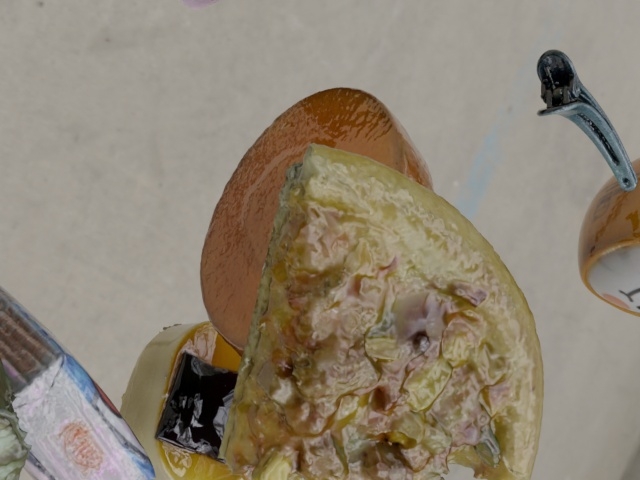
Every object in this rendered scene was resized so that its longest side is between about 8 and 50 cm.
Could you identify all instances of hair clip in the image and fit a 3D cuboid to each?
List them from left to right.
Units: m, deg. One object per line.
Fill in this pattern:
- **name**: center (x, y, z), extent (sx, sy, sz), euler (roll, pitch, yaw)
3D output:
- **hair clip**: center (0.281, -0.113, 1.284), extent (0.229, 0.039, 0.070), euler (32, 55, -49)

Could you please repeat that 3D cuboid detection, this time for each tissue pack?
- **tissue pack**: center (-0.177, 0.089, 0.756), extent (0.065, 0.155, 0.116), euler (-42, 130, -17)

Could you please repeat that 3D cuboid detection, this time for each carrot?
- **carrot**: center (0.000, 0.000, 1.156), extent (0.100, 0.307, 0.258), euler (34, 116, -31)

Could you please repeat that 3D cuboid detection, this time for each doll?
- **doll**: center (0.428, 0.009, 1.481), extent (0.236, 0.213, 0.213), euler (35, 77, -19)

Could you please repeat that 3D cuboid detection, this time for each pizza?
- **pizza**: center (0.074, 0.067, 0.923), extent (0.257, 0.087, 0.268), euler (2, 110, -27)

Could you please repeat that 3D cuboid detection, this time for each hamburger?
- **hamburger**: center (-0.126, 0.185, 1.330), extent (0.116, 0.173, 0.210), euler (123, -20, -63)

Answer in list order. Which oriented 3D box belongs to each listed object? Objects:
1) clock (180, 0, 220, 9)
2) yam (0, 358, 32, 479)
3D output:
- **clock**: center (-0.107, -0.370, 1.384), extent (0.290, 0.080, 0.275), euler (17, 56, -63)
- **yam**: center (-0.273, 0.019, 0.638), extent (0.195, 0.300, 0.195), euler (-20, 152, -11)
